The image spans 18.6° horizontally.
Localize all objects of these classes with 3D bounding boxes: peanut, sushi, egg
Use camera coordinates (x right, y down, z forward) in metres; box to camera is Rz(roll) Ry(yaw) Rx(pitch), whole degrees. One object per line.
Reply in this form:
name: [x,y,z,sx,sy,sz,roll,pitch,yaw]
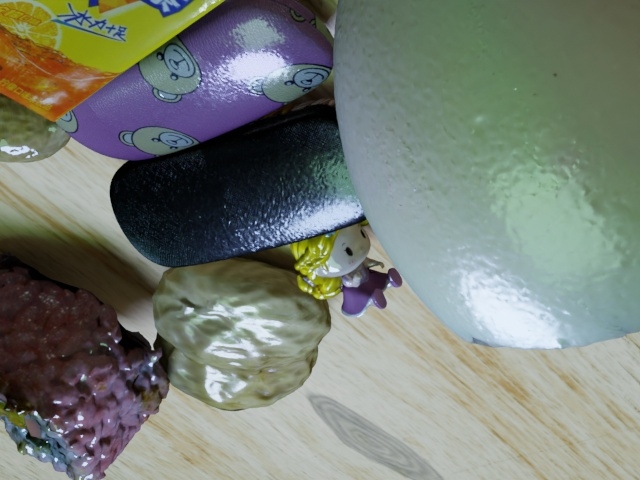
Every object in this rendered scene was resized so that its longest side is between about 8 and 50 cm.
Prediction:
peanut: [-0.333,-0.114,1.914,0.192,0.089,0.089,5,148,11]
sushi: [-0.311,0.139,2.179,0.270,0.171,0.236,30,161,21]
egg: [0.167,-0.144,1.466,0.354,0.354,0.340,-11,120,33]
peanut: [-0.090,0.105,2.155,0.196,0.110,0.233,9,149,-1]

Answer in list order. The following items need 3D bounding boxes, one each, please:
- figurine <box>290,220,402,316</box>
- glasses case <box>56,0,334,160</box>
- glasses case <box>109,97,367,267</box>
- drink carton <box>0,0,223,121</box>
figurine: [0.000,0.000,1.974,0.115,0.095,0.156,-11,123,38]
glasses case: [-0.122,-0.148,1.787,0.316,0.076,0.123,-19,136,40]
glasses case: [-0.073,-0.052,1.895,0.321,0.082,0.122,-14,114,37]
drink carton: [-0.179,-0.236,1.630,0.154,0.111,0.351,29,145,-27]
